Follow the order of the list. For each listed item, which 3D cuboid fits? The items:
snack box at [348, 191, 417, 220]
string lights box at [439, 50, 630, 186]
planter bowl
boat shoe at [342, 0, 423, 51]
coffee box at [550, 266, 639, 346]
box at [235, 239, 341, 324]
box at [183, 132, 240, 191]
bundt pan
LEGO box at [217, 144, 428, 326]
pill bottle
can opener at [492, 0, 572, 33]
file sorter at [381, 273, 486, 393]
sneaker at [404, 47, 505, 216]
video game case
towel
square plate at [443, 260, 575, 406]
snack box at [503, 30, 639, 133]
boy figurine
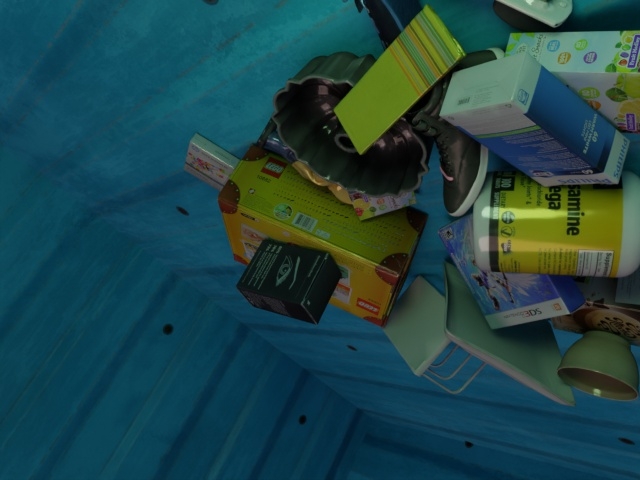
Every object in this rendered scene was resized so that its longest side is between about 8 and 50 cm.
[{"bbox_3d":[0.142,-0.107,1.302,0.141,0.037,0.100,-17,142,10],"label":"snack box"},{"bbox_3d":[0.318,-0.164,0.833,0.260,0.076,0.133,24,170,-31],"label":"string lights box"},{"bbox_3d":[0.615,0.266,1.240,0.162,0.109,0.162,22,157,10],"label":"planter bowl"},{"bbox_3d":[0.083,-0.370,0.862,0.089,0.109,0.258,12,149,38],"label":"boat shoe"},{"bbox_3d":[0.656,0.136,1.215,0.297,0.118,0.168,9,149,37],"label":"coffee box"},{"bbox_3d":[-0.077,0.101,1.408,0.207,0.153,0.108,13,151,32],"label":"box"},{"bbox_3d":[-0.318,-0.220,1.646,0.145,0.038,0.186,32,154,-7],"label":"box"},{"bbox_3d":[0.077,-0.232,1.109,0.331,0.124,0.330,23,154,12],"label":"bundt pan"},{"bbox_3d":[0.000,0.000,1.548,0.501,0.193,0.372,23,155,11],"label":"LEGO box"},{"bbox_3d":[0.449,-0.031,0.999,0.334,0.187,0.188,1,146,21],"label":"pill bottle"},{"bbox_3d":[0.213,-0.361,0.778,0.281,0.074,0.093,28,155,1],"label":"can opener"},{"bbox_3d":[0.327,0.263,1.586,0.173,0.192,0.277,35,-172,-24],"label":"file sorter"},{"bbox_3d":[0.204,-0.173,0.950,0.147,0.104,0.295,-4,123,-12],"label":"sneaker"},{"bbox_3d":[0.403,0.051,1.237,0.269,0.061,0.244,61,152,4],"label":"video game case"},{"bbox_3d":[0.115,-0.243,0.884,0.237,0.021,0.102,-42,69,41],"label":"towel"},{"bbox_3d":[0.441,0.222,1.397,0.344,0.347,0.049,30,117,-3],"label":"square plate"},{"bbox_3d":[0.385,-0.224,0.816,0.207,0.070,0.174,13,169,33],"label":"snack box"},{"bbox_3d":[-0.012,-0.182,1.318,0.285,0.092,0.177,30,179,-6],"label":"boy figurine"}]
